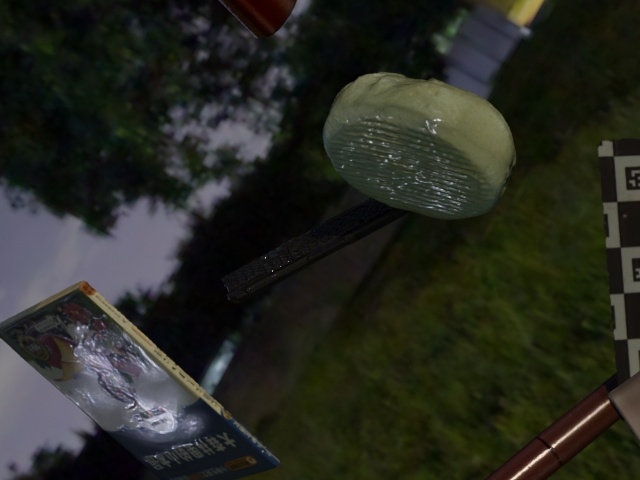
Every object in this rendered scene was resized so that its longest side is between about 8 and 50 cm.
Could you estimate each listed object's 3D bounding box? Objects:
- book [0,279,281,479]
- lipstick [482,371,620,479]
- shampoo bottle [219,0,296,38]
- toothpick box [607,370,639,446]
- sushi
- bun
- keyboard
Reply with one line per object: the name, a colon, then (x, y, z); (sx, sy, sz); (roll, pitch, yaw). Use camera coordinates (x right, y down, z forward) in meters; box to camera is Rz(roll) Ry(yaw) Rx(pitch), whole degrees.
book: (-0.220, 0.184, 1.634); (0.228, 0.322, 0.018); (-25, 26, 50)
lipstick: (0.353, 0.263, 1.908); (0.356, 0.057, 0.057); (-36, -5, -11)
shampoo bottle: (-0.128, -0.353, 1.597); (0.064, 0.260, 0.102); (-5, 54, 41)
toothpick box: (0.384, 0.149, 1.350); (0.180, 0.111, 0.111); (-34, 2, 4)
sushi: (0.557, 0.026, 1.927); (0.064, 0.359, 0.343); (162, 105, -79)
bun: (0.117, -0.110, 1.507); (0.108, 0.221, 0.221); (-64, 1, -25)
keyboard: (0.000, 0.000, 1.680); (0.262, 0.016, 0.106); (-28, 19, -1)
